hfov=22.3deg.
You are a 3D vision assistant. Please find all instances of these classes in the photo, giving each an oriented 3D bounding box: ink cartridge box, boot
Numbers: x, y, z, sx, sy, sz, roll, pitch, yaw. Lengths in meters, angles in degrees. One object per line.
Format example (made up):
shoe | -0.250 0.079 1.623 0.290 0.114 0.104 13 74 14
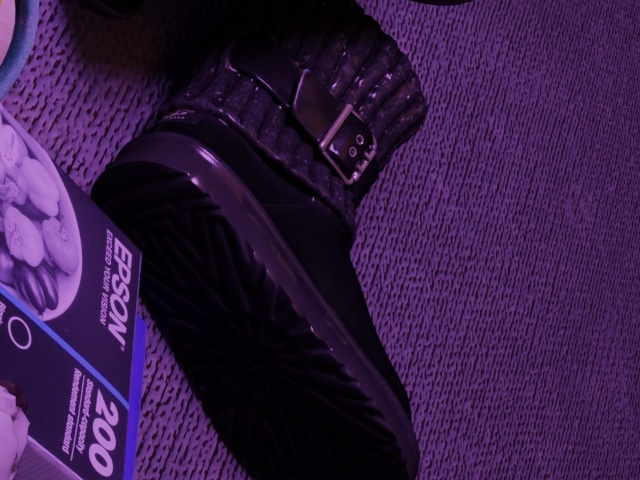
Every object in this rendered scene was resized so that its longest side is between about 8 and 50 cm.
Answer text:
ink cartridge box | -0.151 0.059 0.940 0.208 0.045 0.206 51 26 -39
boot | 0.003 -0.002 1.160 0.348 0.131 0.260 62 36 -26

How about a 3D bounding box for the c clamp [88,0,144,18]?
c clamp | -0.157 -0.230 1.078 0.137 0.022 0.160 14 68 -61

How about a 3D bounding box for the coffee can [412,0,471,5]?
coffee can | -0.003 -0.262 1.057 0.275 0.201 0.201 -3 84 -44

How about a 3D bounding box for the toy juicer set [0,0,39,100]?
toy juicer set | -0.227 -0.110 0.747 0.209 0.089 0.329 12 112 -42

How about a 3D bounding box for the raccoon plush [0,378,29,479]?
raccoon plush | -0.311 0.173 0.649 0.446 0.299 0.216 -15 113 -26
